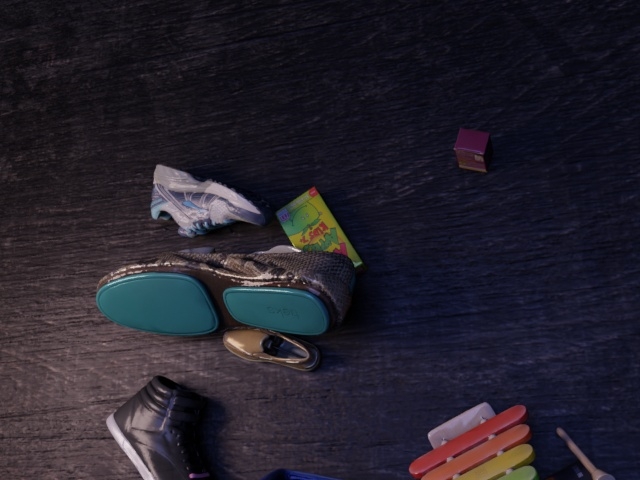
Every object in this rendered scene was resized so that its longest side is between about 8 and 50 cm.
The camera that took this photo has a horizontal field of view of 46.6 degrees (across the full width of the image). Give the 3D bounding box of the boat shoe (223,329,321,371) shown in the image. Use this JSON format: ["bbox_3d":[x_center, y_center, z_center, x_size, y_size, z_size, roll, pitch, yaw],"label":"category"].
[{"bbox_3d":[-0.093,0.183,1.314,0.190,0.072,0.068,8,75,20],"label":"boat shoe"}]

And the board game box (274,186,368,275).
[{"bbox_3d":[0.000,0.000,1.362,0.092,0.043,0.181,-33,66,4],"label":"board game box"}]

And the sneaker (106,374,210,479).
[{"bbox_3d":[-0.239,0.350,1.285,0.296,0.104,0.147,38,91,29],"label":"sneaker"}]

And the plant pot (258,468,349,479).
[{"bbox_3d":[0.012,0.470,1.087,0.236,0.236,0.212,8,81,7],"label":"plant pot"}]

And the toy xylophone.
[{"bbox_3d":[0.266,0.334,1.062,0.236,0.322,0.081,-32,100,-2],"label":"toy xylophone"}]

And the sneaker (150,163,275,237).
[{"bbox_3d":[-0.211,-0.056,1.427,0.283,0.110,0.122,18,93,31],"label":"sneaker"}]

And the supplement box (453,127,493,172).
[{"bbox_3d":[0.271,-0.158,1.308,0.055,0.083,0.043,14,77,20],"label":"supplement box"}]

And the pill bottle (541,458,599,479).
[{"bbox_3d":[0.316,0.428,1.072,0.246,0.130,0.130,-31,66,5],"label":"pill bottle"}]

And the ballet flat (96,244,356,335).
[{"bbox_3d":[-0.159,0.078,1.319,0.483,0.164,0.182,-2,33,24],"label":"ballet flat"}]
